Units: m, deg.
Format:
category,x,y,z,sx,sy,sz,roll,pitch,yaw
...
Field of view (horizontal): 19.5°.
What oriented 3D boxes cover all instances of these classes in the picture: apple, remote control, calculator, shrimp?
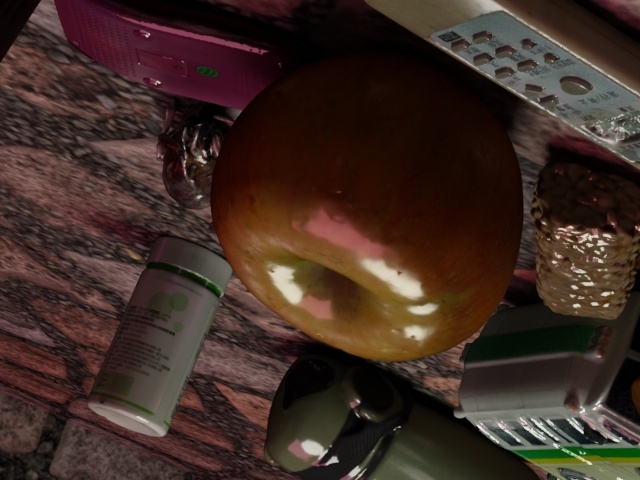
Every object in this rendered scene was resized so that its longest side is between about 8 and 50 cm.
category,x,y,z,sx,sy,sz,roll,pitch,yaw
apple,0.037,-0.030,1.234,0.210,0.173,0.235,26,155,2
remote control,0.135,-0.108,1.087,0.233,0.038,0.098,28,163,-23
calculator,-0.097,-0.133,1.309,0.191,0.034,0.126,19,162,6
shrimp,-0.094,-0.066,1.454,0.075,0.073,0.190,15,168,7

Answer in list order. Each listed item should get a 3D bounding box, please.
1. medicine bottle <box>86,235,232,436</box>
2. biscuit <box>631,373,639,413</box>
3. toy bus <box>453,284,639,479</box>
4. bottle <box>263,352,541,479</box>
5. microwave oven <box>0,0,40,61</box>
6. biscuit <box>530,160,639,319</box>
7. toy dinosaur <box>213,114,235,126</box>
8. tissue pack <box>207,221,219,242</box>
category,x,y,z,sx,sy,sz,roll,pitch,yaw
medicine bottle,-0.158,0.095,1.843,0.086,0.183,0.086,20,163,6
biscuit,0.328,0.169,1.251,0.277,0.052,0.262,35,174,5
toy bus,0.233,0.120,1.517,0.165,0.133,0.276,28,163,-16
bottle,0.085,0.253,2.090,0.347,0.168,0.168,35,160,-25
microwave oven,-0.301,-0.193,1.113,0.247,0.188,0.178,17,158,30
biscuit,0.187,0.000,1.317,0.082,0.070,0.168,10,160,8
toy dinosaur,0.012,-0.056,1.421,0.220,0.032,0.108,19,163,-28
tissue pack,0.000,0.000,1.554,0.155,0.065,0.115,7,160,38
